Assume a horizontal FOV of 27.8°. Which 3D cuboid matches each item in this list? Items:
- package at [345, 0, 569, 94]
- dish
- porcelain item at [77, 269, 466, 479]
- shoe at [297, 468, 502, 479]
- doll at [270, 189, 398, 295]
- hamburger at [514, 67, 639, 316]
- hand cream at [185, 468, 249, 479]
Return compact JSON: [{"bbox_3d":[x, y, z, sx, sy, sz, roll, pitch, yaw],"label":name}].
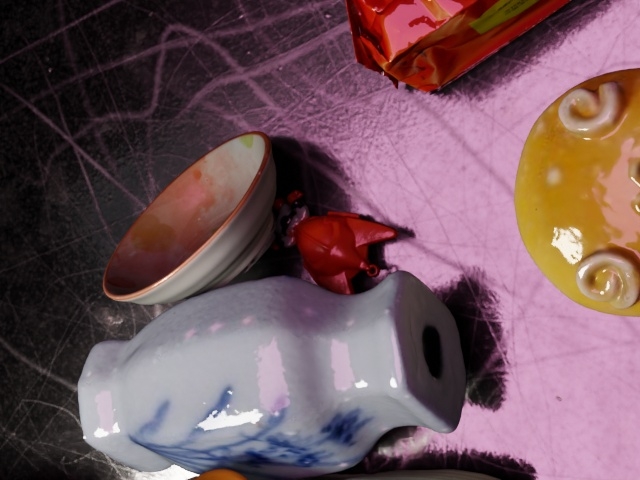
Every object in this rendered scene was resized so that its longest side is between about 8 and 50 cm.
[{"bbox_3d":[0.215,-0.312,1.354,0.424,0.196,0.123,-33,77,17],"label":"package"},{"bbox_3d":[-0.130,-0.006,1.497,0.260,0.260,0.085,-38,113,17],"label":"dish"},{"bbox_3d":[-0.058,0.159,1.432,0.405,0.242,0.178,-14,58,24],"label":"porcelain item"},{"bbox_3d":[0.042,0.344,1.454,0.363,0.132,0.160,-6,87,25],"label":"shoe"},{"bbox_3d":[0.000,0.000,1.507,0.169,0.057,0.109,30,97,22],"label":"doll"},{"bbox_3d":[0.351,-0.046,1.306,0.303,0.186,0.261,7,93,19],"label":"hamburger"},{"bbox_3d":[-0.155,0.338,1.477,0.314,0.089,0.139,-37,73,60],"label":"hand cream"}]
